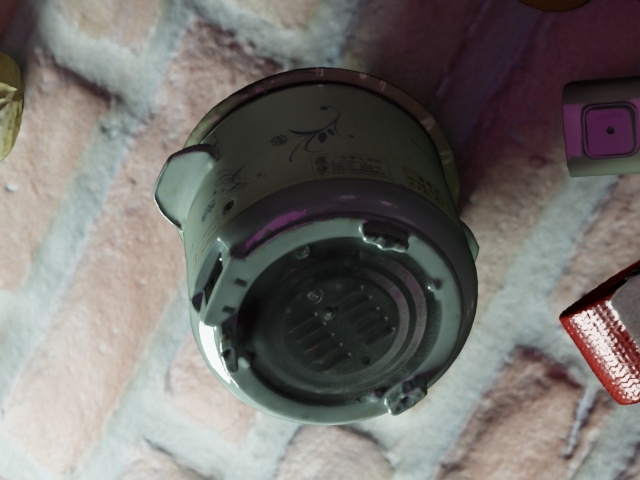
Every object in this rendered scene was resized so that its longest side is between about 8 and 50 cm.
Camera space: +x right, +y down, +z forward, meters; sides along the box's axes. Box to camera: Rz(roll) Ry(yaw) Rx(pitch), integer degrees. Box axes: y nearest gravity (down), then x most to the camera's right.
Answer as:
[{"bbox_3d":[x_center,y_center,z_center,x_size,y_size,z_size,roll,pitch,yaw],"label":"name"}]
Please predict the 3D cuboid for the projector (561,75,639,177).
[{"bbox_3d":[0.261,-0.101,1.420,0.082,0.083,0.083,-3,99,19],"label":"projector"}]

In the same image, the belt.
[{"bbox_3d":[0.322,0.065,1.409,0.201,0.128,0.124,-33,90,25],"label":"belt"}]

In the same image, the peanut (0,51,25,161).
[{"bbox_3d":[-0.373,-0.102,1.633,0.098,0.090,0.214,36,114,-23],"label":"peanut"}]

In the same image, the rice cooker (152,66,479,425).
[{"bbox_3d":[0.000,0.000,1.425,0.316,0.316,0.264,28,119,12],"label":"rice cooker"}]

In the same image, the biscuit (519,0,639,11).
[{"bbox_3d":[0.286,-0.294,1.396,0.301,0.049,0.197,-24,90,22],"label":"biscuit"}]
